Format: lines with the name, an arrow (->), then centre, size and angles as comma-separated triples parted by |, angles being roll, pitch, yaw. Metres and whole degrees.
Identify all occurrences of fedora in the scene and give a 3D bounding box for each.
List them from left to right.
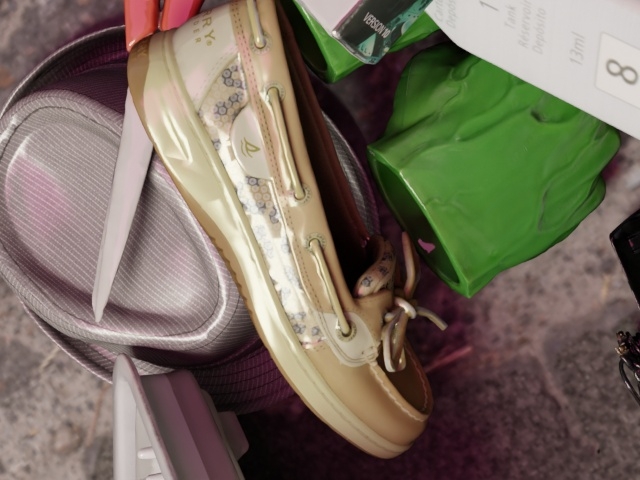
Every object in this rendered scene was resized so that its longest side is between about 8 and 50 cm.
fedora -> -0.108, -0.008, 0.932 | 0.275, 0.124, 0.243 | 43, 106, 8

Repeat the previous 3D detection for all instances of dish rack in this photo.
dish rack -> -0.052, 0.248, 0.850 | 0.072, 0.333, 0.285 | -8, 124, -17

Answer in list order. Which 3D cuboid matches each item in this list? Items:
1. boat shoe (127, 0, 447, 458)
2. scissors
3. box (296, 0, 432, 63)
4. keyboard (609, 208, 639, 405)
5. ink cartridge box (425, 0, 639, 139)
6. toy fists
boat shoe -> 0.000, 0.000, 0.823 | 0.089, 0.104, 0.285 | -25, 116, 14
scissors -> -0.085, -0.100, 0.842 | 0.109, 0.021, 0.297 | -1, 94, 4
box -> 0.047, -0.272, 0.661 | 0.322, 0.058, 0.232 | -48, 68, 10
keyboard -> 0.224, 0.070, 0.899 | 0.100, 0.038, 0.192 | -22, 89, -6
ink cartridge box -> 0.121, -0.237, 0.780 | 0.385, 0.091, 0.308 | 31, 62, 25
toy fists -> 0.068, -0.111, 0.845 | 0.142, 0.096, 0.279 | -35, 108, -9
